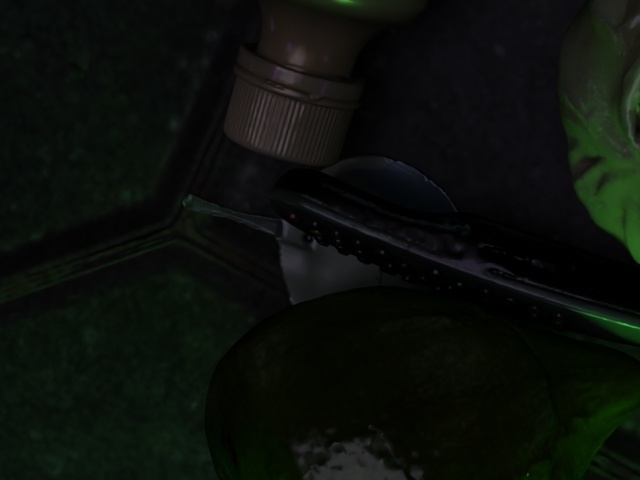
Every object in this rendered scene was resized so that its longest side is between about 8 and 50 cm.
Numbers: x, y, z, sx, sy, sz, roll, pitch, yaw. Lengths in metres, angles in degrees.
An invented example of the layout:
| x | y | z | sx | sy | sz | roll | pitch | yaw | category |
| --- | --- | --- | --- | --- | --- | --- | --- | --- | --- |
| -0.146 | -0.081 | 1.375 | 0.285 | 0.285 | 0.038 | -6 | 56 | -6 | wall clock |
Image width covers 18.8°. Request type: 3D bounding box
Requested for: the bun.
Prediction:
| x | y | z | sx | sy | sz | roll | pitch | yaw | category |
| --- | --- | --- | --- | --- | --- | --- | --- | --- | --- |
| 0.202 | -0.067 | 0.971 | 0.183 | 0.102 | 0.183 | 2 | 96 | 16 | bun |

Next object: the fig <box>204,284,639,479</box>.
| x | y | z | sx | sy | sz | roll | pitch | yaw | category |
| --- | --- | --- | --- | --- | --- | --- | --- | --- | --- |
| 0.069 | 0.096 | 1.018 | 0.235 | 0.203 | 0.203 | -30 | 84 | -14 | fig |

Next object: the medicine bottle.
| x | y | z | sx | sy | sz | roll | pitch | yaw | category |
| --- | --- | --- | --- | --- | --- | --- | --- | --- | --- |
| 0.012 | -0.166 | 1.022 | 0.114 | 0.114 | 0.252 | 20 | 104 | 17 | medicine bottle |

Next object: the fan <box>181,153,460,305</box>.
| x | y | z | sx | sy | sz | roll | pitch | yaw | category |
| --- | --- | --- | --- | --- | --- | --- | --- | --- | --- |
| 0.000 | 0.000 | 1.099 | 0.175 | 0.005 | 0.113 | 17 | 100 | 18 | fan |

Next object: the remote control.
| x | y | z | sx | sy | sz | roll | pitch | yaw | category |
| --- | --- | --- | --- | --- | --- | --- | --- | --- | --- |
| 0.079 | 0.010 | 1.035 | 0.222 | 0.072 | 0.042 | 18 | 79 | 10 | remote control |
